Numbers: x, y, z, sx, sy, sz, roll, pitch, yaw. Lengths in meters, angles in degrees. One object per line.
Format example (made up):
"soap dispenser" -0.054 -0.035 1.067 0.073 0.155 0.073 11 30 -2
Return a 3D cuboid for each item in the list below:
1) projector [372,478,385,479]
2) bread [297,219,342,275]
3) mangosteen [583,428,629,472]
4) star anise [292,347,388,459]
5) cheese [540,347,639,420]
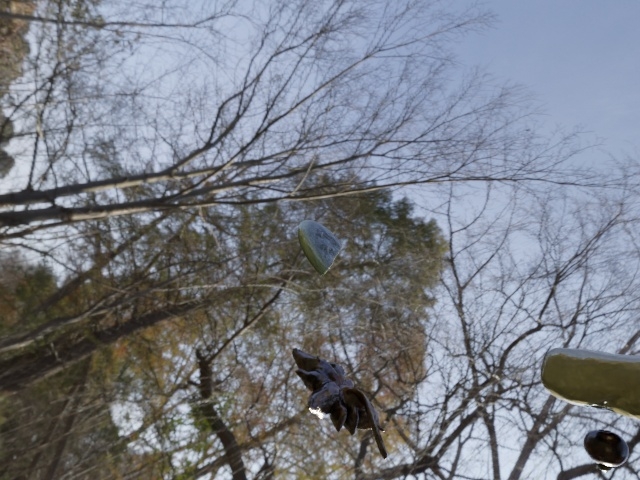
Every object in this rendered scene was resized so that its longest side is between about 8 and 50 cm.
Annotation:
"projector" 0.168 0.760 1.260 0.083 0.083 0.082 -53 -135 11
"bread" -0.003 -0.002 0.965 0.036 0.193 0.112 -39 -86 20
"mangosteen" 0.594 0.434 0.898 0.081 0.081 0.080 14 -70 44
"star anise" 0.055 0.432 1.205 0.109 0.292 0.349 -60 -160 13
"cheese" 0.683 0.293 0.854 0.351 0.328 0.129 -11 -112 56
